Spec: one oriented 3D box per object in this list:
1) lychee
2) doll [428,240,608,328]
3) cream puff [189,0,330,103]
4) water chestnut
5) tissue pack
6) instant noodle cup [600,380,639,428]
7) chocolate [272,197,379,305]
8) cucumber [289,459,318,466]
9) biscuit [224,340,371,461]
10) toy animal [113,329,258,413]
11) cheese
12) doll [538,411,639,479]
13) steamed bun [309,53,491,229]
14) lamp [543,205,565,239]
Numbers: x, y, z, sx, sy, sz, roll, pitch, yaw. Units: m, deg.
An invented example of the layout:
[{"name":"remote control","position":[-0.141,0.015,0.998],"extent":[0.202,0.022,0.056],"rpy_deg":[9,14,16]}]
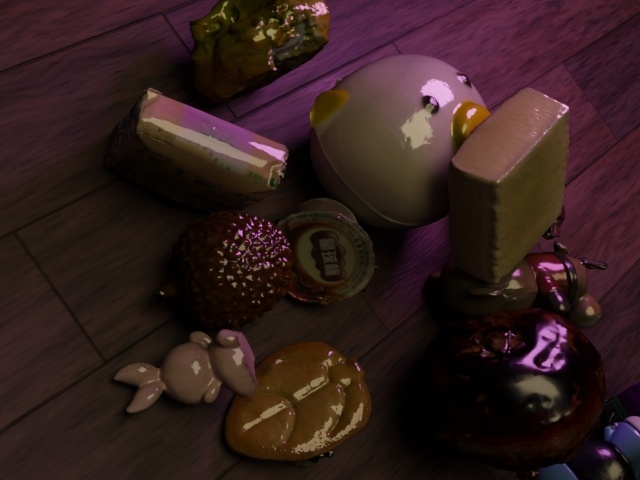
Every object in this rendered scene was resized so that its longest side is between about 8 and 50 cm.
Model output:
[{"name":"lychee","position":[-0.157,0.049,1.504],"extent":[0.238,0.200,0.200],"rpy_deg":[-16,76,-17]},{"name":"doll","position":[0.389,0.088,1.803],"extent":[0.330,0.235,0.174],"rpy_deg":[1,98,-21]},{"name":"cream puff","position":[-0.122,-0.379,1.689],"extent":[0.282,0.282,0.185],"rpy_deg":[-29,92,-39]},{"name":"water chestnut","position":[0.330,0.288,1.627],"extent":[0.350,0.350,0.302],"rpy_deg":[-32,114,-40]},{"name":"tissue pack","position":[-0.214,-0.135,1.546],"extent":[0.257,0.215,0.123],"rpy_deg":[19,68,-24]},{"name":"instant noodle cup","position":[0.688,0.372,1.875],"extent":[0.251,0.251,0.190],"rpy_deg":[-16,67,-38]},{"name":"chocolate","position":[-0.006,0.003,1.658],"extent":[0.221,0.221,0.147],"rpy_deg":[32,25,-17]},{"name":"cucumber","position":[-0.017,0.290,1.558],"extent":[0.058,0.058,0.187],"rpy_deg":[27,54,-20]},{"name":"biscuit","position":[-0.040,0.267,1.512],"extent":[0.260,0.041,0.203],"rpy_deg":[-27,63,-21]},{"name":"toy animal","position":[-0.210,0.208,1.453],"extent":[0.212,0.124,0.124],"rpy_deg":[-14,72,-2]},{"name":"cheese","position":[0.333,-0.093,1.644],"extent":[0.242,0.265,0.124],"rpy_deg":[-40,54,-24]},{"name":"doll","position":[0.518,0.445,1.736],"extent":[0.314,0.141,0.177],"rpy_deg":[-32,59,-3]},{"name":"steamed bun","position":[0.154,-0.188,1.748],"extent":[0.334,0.334,0.374],"rpy_deg":[51,41,-1]},{"name":"lamp","position":[0.396,-0.056,1.912],"extent":[0.215,0.151,0.223],"rpy_deg":[8,29,16]}]
